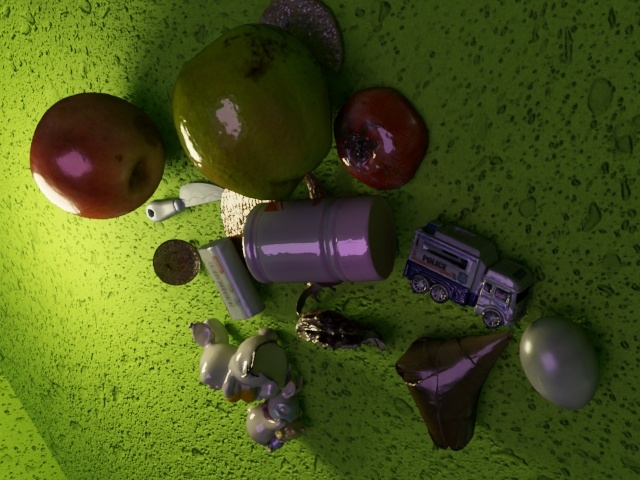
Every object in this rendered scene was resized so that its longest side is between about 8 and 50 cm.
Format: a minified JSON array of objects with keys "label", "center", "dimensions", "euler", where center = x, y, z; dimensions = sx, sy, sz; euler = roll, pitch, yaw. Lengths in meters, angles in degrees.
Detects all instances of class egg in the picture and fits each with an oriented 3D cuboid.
[{"label":"egg","center":[0.501,0.257,1.527],"dimensions":[0.151,0.151,0.209],"euler":[-15,101,42]}]

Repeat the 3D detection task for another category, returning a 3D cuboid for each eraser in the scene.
[{"label":"eraser","center":[-0.256,0.108,2.074],"dimensions":[0.226,0.081,0.174],"euler":[64,158,-9]}]

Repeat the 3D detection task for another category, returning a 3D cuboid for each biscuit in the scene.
[{"label":"biscuit","center":[-0.040,-0.495,1.675],"dimensions":[0.250,0.032,0.133],"euler":[33,127,23]},{"label":"biscuit","center":[-0.165,-0.034,1.967],"dimensions":[0.305,0.038,0.305],"euler":[26,129,38]}]

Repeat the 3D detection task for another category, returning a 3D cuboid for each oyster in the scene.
[{"label":"oyster","center":[0.044,0.236,1.870],"dimensions":[0.271,0.275,0.100],"euler":[17,81,15]}]

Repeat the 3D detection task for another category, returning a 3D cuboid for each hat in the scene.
[{"label":"hat","center":[-0.437,0.063,2.240],"dimensions":[0.146,0.067,0.145],"euler":[0,97,-3]}]

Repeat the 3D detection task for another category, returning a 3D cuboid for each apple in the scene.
[{"label":"apple","center":[-0.609,-0.232,2.041],"dimensions":[0.364,0.364,0.363],"euler":[17,120,32]}]

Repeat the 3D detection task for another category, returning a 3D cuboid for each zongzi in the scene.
[{"label":"zongzi","center":[0.356,0.350,1.701],"dimensions":[0.300,0.145,0.273],"euler":[-18,103,35]}]

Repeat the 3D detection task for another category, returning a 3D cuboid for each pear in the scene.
[{"label":"pear","center":[-0.138,-0.272,1.633],"dimensions":[0.391,0.391,0.390],"euler":[17,120,32]}]

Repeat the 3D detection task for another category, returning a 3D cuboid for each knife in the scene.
[{"label":"knife","center":[-0.390,-0.122,2.130],"dimensions":[0.331,0.044,0.080],"euler":[-15,98,36]}]

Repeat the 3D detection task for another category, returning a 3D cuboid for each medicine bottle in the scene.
[{"label":"medicine bottle","center":[0.000,0.000,1.708],"dimensions":[0.316,0.202,0.202],"euler":[-2,110,24]}]

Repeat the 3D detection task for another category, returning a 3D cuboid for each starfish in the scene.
[{"label":"starfish","center":[0.029,-0.084,1.805],"dimensions":[0.248,0.050,0.138],"euler":[30,127,7]}]

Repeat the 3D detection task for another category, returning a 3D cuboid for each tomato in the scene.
[{"label":"tomato","center":[0.121,-0.220,1.638],"dimensions":[0.237,0.095,0.236],"euler":[18,121,32]}]

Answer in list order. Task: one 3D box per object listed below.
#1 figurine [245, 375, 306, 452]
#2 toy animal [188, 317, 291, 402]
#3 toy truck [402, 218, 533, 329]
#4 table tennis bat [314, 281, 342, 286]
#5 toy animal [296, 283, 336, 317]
[{"label":"figurine","center":[-0.110,0.512,2.153],"dimensions":[0.235,0.127,0.155],"euler":[-43,61,33]},{"label":"toy animal","center":[-0.249,0.353,2.135],"dimensions":[0.310,0.183,0.247],"euler":[-3,85,41]},{"label":"toy truck","center":[0.328,0.070,1.595],"dimensions":[0.268,0.124,0.155],"euler":[26,120,28]},{"label":"table tennis bat","center":[-0.004,0.007,1.849],"dimensions":[0.022,0.131,0.234],"euler":[72,173,-76]},{"label":"toy animal","center":[-0.005,0.124,1.909],"dimensions":[0.095,0.219,0.155],"euler":[-14,140,24]}]
